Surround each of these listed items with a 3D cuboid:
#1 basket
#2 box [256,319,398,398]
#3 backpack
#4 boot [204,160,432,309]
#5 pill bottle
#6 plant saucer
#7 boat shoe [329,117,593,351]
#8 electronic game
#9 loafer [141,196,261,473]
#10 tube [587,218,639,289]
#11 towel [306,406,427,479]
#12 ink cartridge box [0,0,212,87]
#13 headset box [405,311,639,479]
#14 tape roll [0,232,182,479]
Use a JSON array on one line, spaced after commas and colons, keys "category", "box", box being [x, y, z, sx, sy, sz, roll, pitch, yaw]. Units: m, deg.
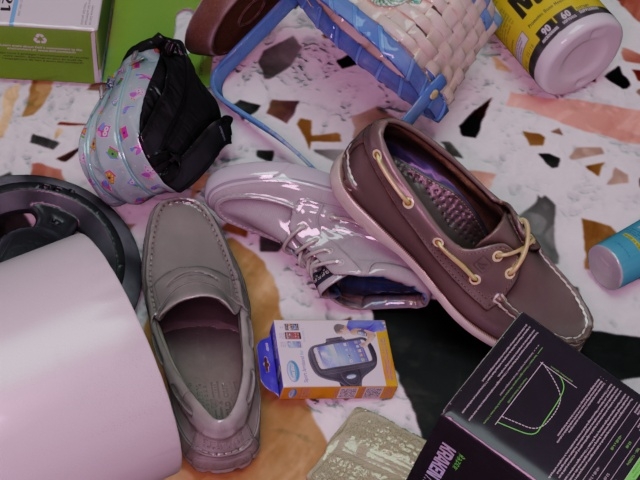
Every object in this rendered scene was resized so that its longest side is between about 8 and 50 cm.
[{"category": "basket", "box": [0.038, -0.221, 1.618, 0.255, 0.201, 0.289, 38, 91, 30]}, {"category": "box", "box": [0.005, 0.120, 1.448, 0.136, 0.028, 0.081, 2, 53, -17]}, {"category": "backpack", "box": [-0.183, -0.117, 1.552, 0.115, 0.152, 0.182, -21, 33, 29]}, {"category": "boot", "box": [0.000, 0.000, 1.503, 0.258, 0.095, 0.123, 9, 53, -3]}, {"category": "pill bottle", "box": [0.256, -0.284, 1.717, 0.119, 0.119, 0.208, -23, 58, -19]}, {"category": "plant saucer", "box": [-0.088, -0.272, 1.654, 0.029, 0.168, 0.168, 44, 62, 12]}, {"category": "boat shoe", "box": [0.157, 0.001, 1.459, 0.324, 0.097, 0.116, 42, 54, -1]}, {"category": "electronic game", "box": [-0.299, 0.029, 1.486, 0.229, 0.048, 0.229, 8, 56, -13]}, {"category": "loafer", "box": [-0.118, 0.076, 1.434, 0.112, 0.111, 0.319, -10, 55, -11]}, {"category": "tube", "box": [0.386, -0.009, 1.571, 0.207, 0.052, 0.080, -25, 68, -27]}, {"category": "towel", "box": [0.071, 0.230, 1.385, 0.148, 0.027, 0.110, 26, 57, 15]}, {"category": "ink cartridge box", "box": [-0.254, -0.284, 1.701, 0.255, 0.097, 0.188, 2, 53, -1]}, {"category": "headset box", "box": [0.225, 0.239, 1.237, 0.283, 0.246, 0.131, 36, 60, 12]}, {"category": "tape roll", "box": [-0.252, 0.134, 1.303, 0.169, 0.246, 0.246, -22, 58, -19]}]
